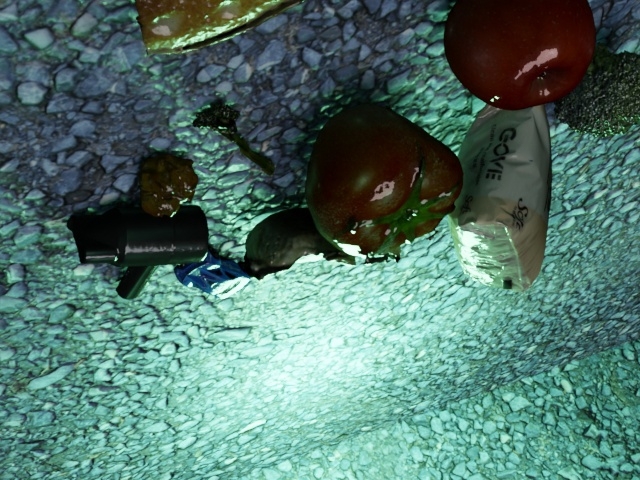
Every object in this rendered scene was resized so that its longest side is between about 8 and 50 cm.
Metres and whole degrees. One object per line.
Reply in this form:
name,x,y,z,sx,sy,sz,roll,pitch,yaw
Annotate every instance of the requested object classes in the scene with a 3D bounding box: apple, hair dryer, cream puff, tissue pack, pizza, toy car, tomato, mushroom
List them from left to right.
hair dryer,-0.380,0.041,1.814,0.244,0.116,0.302,-2,149,-31
cream puff,-0.275,-0.096,1.677,0.122,0.094,0.116,-29,147,14
pizza,-0.135,-0.451,1.212,0.440,0.130,0.406,-26,138,19
toy car,-0.224,0.079,2.012,0.103,0.063,0.216,-36,148,15
mushroom,0.001,-0.002,1.922,0.344,0.130,0.247,-7,-173,-20
tomato,0.111,-0.122,1.776,0.303,0.239,0.303,-21,146,-15
tissue pack,0.382,-0.117,1.945,0.195,0.375,0.390,8,161,21
apple,0.352,-0.350,1.641,0.260,0.216,0.260,-19,152,-11

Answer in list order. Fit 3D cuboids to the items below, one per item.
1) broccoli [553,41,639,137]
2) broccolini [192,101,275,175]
broccoli,0.582,-0.304,1.933,0.226,0.198,0.176,-10,122,-80
broccolini,-0.146,-0.187,1.706,0.254,0.071,0.057,35,73,-63
